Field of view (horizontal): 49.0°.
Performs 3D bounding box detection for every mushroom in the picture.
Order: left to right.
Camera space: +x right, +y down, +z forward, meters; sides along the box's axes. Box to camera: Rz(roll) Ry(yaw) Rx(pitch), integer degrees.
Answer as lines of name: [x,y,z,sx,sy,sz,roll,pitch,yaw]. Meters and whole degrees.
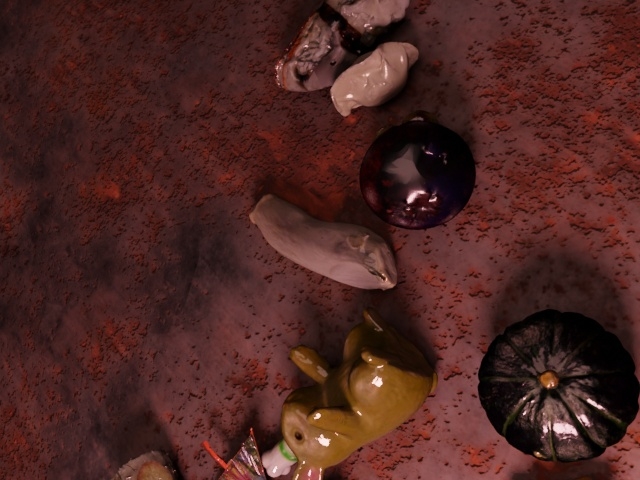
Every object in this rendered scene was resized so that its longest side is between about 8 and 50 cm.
mushroom: [-0.002,0.002,1.289,0.351,0.097,0.109,22,89,34]

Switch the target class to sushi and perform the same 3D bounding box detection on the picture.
sushi: [0.050,-0.403,1.344,0.332,0.124,0.130,-51,49,10]

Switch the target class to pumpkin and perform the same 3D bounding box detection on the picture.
pumpkin: [0.337,0.207,1.007,0.220,0.162,0.220,-8,71,23]

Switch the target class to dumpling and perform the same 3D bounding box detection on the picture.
dumpling: [0.095,-0.308,1.287,0.169,0.134,0.099,-15,73,20]

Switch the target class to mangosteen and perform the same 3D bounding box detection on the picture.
mangosteen: [0.162,-0.128,1.190,0.194,0.194,0.230,-21,44,24]

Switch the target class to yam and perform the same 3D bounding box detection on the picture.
yam: [-0.304,0.534,1.299,0.154,0.154,0.254,-40,66,15]

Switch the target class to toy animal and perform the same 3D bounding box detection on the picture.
toy animal: [0.010,0.282,1.157,0.363,0.180,0.181,-39,22,10]

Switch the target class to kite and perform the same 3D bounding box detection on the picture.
kite: [-0.145,0.427,1.272,0.189,0.009,0.232,40,122,9]

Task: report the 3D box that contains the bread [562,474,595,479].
bread: [0.341,0.407,1.001,0.177,0.084,0.119,-23,67,27]
